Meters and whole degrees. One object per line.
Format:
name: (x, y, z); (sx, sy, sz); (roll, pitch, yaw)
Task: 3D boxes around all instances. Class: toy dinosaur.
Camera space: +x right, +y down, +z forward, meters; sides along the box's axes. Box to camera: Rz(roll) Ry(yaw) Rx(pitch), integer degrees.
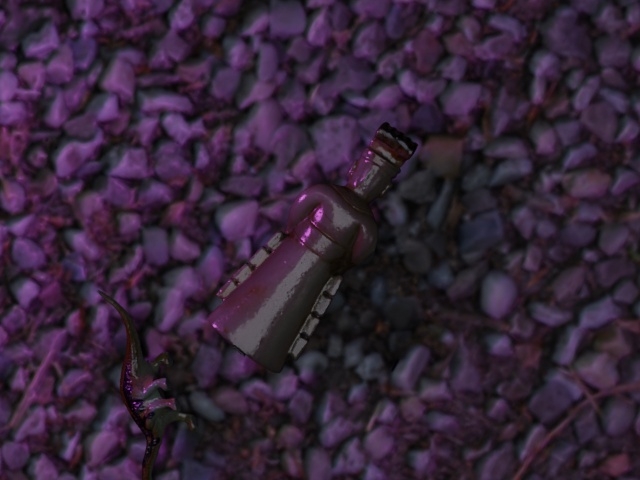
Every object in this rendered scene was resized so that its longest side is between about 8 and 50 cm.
toy dinosaur: (-0.138, 0.123, 0.559); (0.058, 0.037, 0.181); (-11, 90, -2)

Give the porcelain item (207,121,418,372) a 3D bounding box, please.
porcelain item: (0.000, 0.000, 0.545); (0.084, 0.054, 0.213); (37, 92, -1)
